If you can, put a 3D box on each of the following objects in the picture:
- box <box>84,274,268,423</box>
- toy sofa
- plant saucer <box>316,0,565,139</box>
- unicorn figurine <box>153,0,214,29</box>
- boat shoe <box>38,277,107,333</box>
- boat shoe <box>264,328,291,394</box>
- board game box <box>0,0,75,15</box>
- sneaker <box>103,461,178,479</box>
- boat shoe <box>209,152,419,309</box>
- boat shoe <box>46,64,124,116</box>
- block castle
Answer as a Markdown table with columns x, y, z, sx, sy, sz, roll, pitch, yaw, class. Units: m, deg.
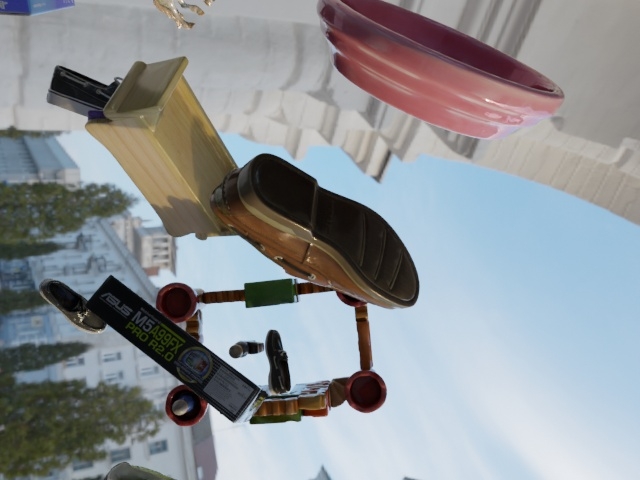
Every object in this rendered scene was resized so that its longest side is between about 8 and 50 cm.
| x | y | z | sx | sy | sz | roll | pitch | yaw | class |
| --- | --- | --- | --- | --- | --- | --- | --- | --- | --- |
| -0.207 | 0.173 | 0.927 | 0.270 | 0.060 | 0.216 | 35 | -14 | 9 | box |
| -0.280 | -0.169 | 1.210 | 0.362 | 0.177 | 0.150 | 62 | 34 | -43 | toy sofa |
| 0.144 | -0.224 | 0.787 | 0.332 | 0.332 | 0.084 | 54 | -50 | 45 | plant saucer |
| -0.219 | -0.413 | 0.970 | 0.162 | 0.111 | 0.060 | -35 | -156 | 32 | unicorn figurine |
| -0.436 | 0.119 | 1.080 | 0.040 | 0.142 | 0.049 | -9 | -137 | 51 | boat shoe |
| -0.079 | 0.230 | 1.163 | 0.038 | 0.046 | 0.125 | -16 | -112 | 31 | boat shoe |
| -0.550 | -0.555 | 1.058 | 0.232 | 0.141 | 0.290 | -95 | -172 | -64 | board game box |
| -0.184 | 0.453 | 0.888 | 0.385 | 0.145 | 0.147 | 13 | -44 | 26 | sneaker |
| 0.000 | 0.000 | 0.790 | 0.104 | 0.307 | 0.110 | -26 | -143 | 43 | boat shoe |
| -0.455 | -0.316 | 1.374 | 0.113 | 0.307 | 0.104 | -69 | 177 | -77 | boat shoe |
| -0.099 | 0.220 | 1.267 | 0.213 | 0.454 | 0.302 | 32 | 52 | -84 | block castle |
